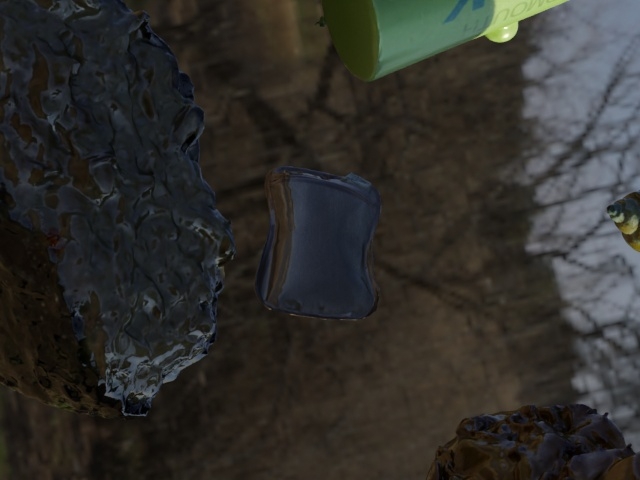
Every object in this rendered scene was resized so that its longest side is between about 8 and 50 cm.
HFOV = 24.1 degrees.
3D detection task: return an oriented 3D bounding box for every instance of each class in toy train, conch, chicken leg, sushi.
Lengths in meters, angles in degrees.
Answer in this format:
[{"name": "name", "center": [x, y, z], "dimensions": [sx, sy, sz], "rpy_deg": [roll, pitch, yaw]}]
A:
[{"name": "toy train", "center": [0.103, -0.190, 0.897], "dimensions": [0.105, 0.253, 0.157], "rpy_deg": [43, -30, 47]}, {"name": "conch", "center": [0.379, -0.012, 1.569], "dimensions": [0.173, 0.106, 0.116], "rpy_deg": [-31, 108, -62]}, {"name": "chicken leg", "center": [0.222, 0.288, 1.140], "dimensions": [0.182, 0.295, 0.409], "rpy_deg": [11, 52, -38]}, {"name": "sushi", "center": [-0.192, -0.032, 1.164], "dimensions": [0.211, 0.171, 0.350], "rpy_deg": [-24, 103, -48]}]

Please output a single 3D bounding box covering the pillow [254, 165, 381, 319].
[{"name": "pillow", "center": [0.000, 0.000, 1.560], "dimensions": [0.232, 0.131, 0.038], "rpy_deg": [-87, -169, -49]}]
